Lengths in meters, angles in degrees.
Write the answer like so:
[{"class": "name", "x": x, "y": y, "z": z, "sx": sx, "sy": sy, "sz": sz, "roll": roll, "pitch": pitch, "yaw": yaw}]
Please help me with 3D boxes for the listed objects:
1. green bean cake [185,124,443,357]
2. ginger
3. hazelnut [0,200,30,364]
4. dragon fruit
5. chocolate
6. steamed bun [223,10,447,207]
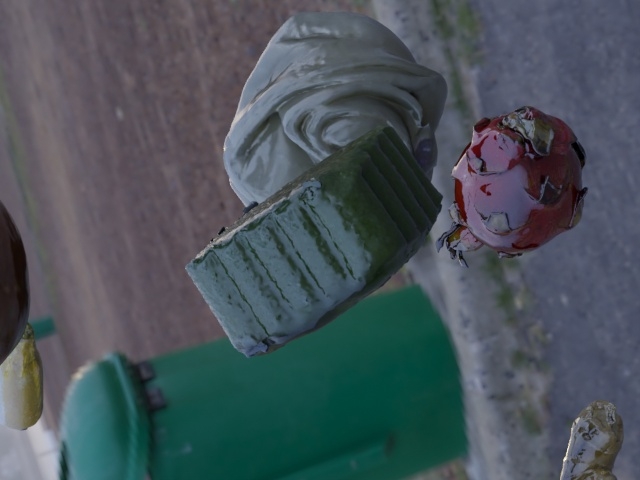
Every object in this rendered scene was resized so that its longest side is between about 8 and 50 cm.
[{"class": "green bean cake", "x": 0.000, "y": 0.000, "z": 1.642, "sx": 0.156, "sy": 0.250, "sz": 0.247, "roll": 57, "pitch": -154, "yaw": -7}, {"class": "ginger", "x": 0.282, "y": 0.351, "z": 1.650, "sx": 0.148, "sy": 0.081, "sz": 0.334, "roll": 44, "pitch": 111, "yaw": 50}, {"class": "hazelnut", "x": -0.344, "y": 0.036, "z": 1.211, "sx": 0.176, "sy": 0.214, "sz": 0.214, "roll": -41, "pitch": 66, "yaw": 49}, {"class": "dragon fruit", "x": 0.175, "y": -0.038, "z": 1.379, "sx": 0.125, "sy": 0.125, "sz": 0.246, "roll": 62, "pitch": 149, "yaw": 15}, {"class": "chocolate", "x": -0.454, "y": 0.200, "z": 2.147, "sx": 0.086, "sy": 0.085, "sz": 0.219, "roll": 63, "pitch": 152, "yaw": 31}, {"class": "steamed bun", "x": 0.044, "y": -0.163, "z": 2.187, "sx": 0.255, "sy": 0.342, "sz": 0.368, "roll": 30, "pitch": 107, "yaw": 63}]
